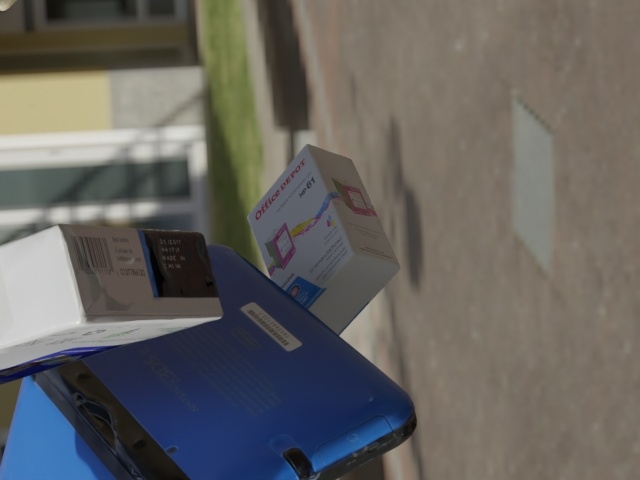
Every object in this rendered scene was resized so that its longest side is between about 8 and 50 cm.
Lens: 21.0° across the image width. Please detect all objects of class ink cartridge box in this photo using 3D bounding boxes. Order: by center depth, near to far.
[{"bbox_3d":[-0.241,0.065,1.062,0.165,0.332,0.065,2,-109,-66],"label":"ink cartridge box"},{"bbox_3d":[0.000,0.000,1.337,0.088,0.052,0.122,-49,42,28],"label":"ink cartridge box"}]

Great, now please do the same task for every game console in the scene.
[{"bbox_3d":[-0.095,0.166,1.192,0.293,0.250,0.173,37,147,51],"label":"game console"}]

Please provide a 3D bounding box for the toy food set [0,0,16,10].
[{"bbox_3d":[-0.329,-0.289,1.575,0.132,0.192,0.038,-55,-24,-26],"label":"toy food set"}]
